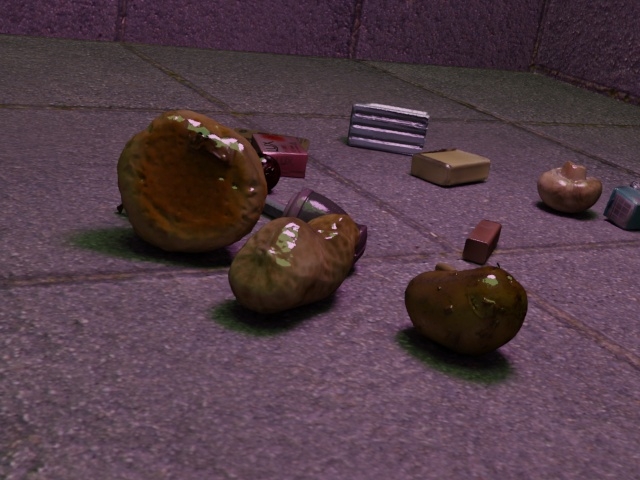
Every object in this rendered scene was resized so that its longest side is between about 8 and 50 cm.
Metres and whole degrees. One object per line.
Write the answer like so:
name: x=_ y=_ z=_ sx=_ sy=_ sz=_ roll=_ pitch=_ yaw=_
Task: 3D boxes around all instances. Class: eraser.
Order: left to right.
eraser: x=0.311 y=-0.176 z=2.189 sx=0.172 sy=0.058 sz=0.117 roll=-11 pitch=28 yaw=-44

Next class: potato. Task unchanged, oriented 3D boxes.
potato: x=0.205 y=0.098 z=1.294 sx=0.176 sy=0.137 sz=0.137 roll=-2 pitch=7 yaw=44

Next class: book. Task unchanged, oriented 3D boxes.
book: x=-0.126 y=-0.236 z=2.226 sx=0.192 sy=0.013 sz=0.168 roll=9 pitch=20 yaw=1

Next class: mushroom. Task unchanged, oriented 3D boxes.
mushroom: x=0.564 y=-0.119 z=2.072 sx=0.148 sy=0.112 sz=0.148 roll=17 pitch=19 yaw=-6

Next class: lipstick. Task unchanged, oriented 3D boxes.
lipstick: x=0.305 y=0.000 z=1.719 sx=0.045 sy=0.045 sz=0.145 roll=17 pitch=20 yaw=15

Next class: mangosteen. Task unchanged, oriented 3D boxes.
mangosteen: x=-0.122 y=-0.139 z=1.860 sx=0.081 sy=0.081 sz=0.081 roll=8 pitch=20 yaw=-3

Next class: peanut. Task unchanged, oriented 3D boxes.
peanut: x=-0.029 y=0.030 z=1.351 sx=0.122 sy=0.137 sz=0.253 roll=24 pitch=22 yaw=32

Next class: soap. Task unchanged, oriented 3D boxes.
soap: x=0.173 y=-0.288 z=2.359 sx=0.198 sy=0.114 sz=0.063 roll=10 pitch=19 yaw=-2

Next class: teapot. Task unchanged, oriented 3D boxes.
teapot: x=0.004 y=-0.009 z=1.514 sx=0.146 sy=0.116 sz=0.148 roll=23 pitch=17 yaw=8

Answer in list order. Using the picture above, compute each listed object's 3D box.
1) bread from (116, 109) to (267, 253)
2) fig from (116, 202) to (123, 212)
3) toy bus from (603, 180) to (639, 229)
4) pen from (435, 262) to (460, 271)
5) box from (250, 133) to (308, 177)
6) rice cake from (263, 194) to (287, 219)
bread: x=-0.209 y=-0.093 z=1.492 sx=0.244 sy=0.244 sz=0.134 roll=8 pitch=-6 yaw=-3
fig: x=-0.274 y=-0.099 z=1.622 sx=0.150 sy=0.128 sz=0.128 roll=8 pitch=19 yaw=14
toy bus: x=0.768 y=-0.075 z=2.089 sx=0.262 sy=0.091 sz=0.109 roll=-2 pitch=33 yaw=-26
pen: x=0.246 y=0.085 z=1.478 sx=0.032 sy=0.040 sz=0.233 roll=2 pitch=16 yaw=-22
box: x=-0.096 y=-0.191 z=2.046 sx=0.111 sy=0.060 sz=0.156 roll=2 pitch=20 yaw=-16
rice cake: x=-0.068 y=-0.052 z=1.711 sx=0.033 sy=0.033 sz=0.207 roll=-20 pitch=33 yaw=-37
